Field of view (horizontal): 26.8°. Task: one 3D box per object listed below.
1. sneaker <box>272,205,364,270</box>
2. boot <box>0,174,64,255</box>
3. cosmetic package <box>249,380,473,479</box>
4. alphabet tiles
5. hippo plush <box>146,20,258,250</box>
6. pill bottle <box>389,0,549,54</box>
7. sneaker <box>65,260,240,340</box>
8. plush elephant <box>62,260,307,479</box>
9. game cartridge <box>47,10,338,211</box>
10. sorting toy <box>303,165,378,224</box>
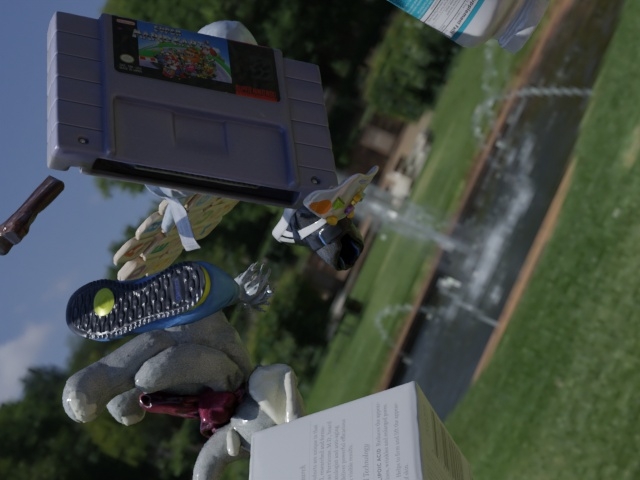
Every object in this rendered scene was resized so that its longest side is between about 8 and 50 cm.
[{"bbox_3d":[0.000,0.000,1.903,0.079,0.121,0.217,-41,-7,-11],"label":"sneaker"},{"bbox_3d":[-0.398,-0.036,1.796,0.106,0.037,0.114,-14,37,44],"label":"boot"},{"bbox_3d":[0.043,0.260,1.311,0.184,0.151,0.151,-21,38,17],"label":"cosmetic package"},{"bbox_3d":[-0.195,-0.037,2.070,0.284,0.021,0.278,-45,-11,24],"label":"alphabet tiles"},{"bbox_3d":[-0.143,-0.163,1.812,0.236,0.294,0.234,-32,26,-13],"label":"hippo plush"},{"bbox_3d":[0.178,-0.360,1.828,0.146,0.264,0.146,-59,5,9],"label":"pill bottle"},{"bbox_3d":[-0.183,0.072,1.464,0.082,0.209,0.069,18,-118,-56],"label":"sneaker"},{"bbox_3d":[-0.138,0.224,1.839,0.330,0.255,0.272,-36,-11,-6],"label":"plush elephant"},{"bbox_3d":[-0.156,-0.161,1.642,0.068,0.355,0.230,128,143,-49],"label":"game cartridge"},{"bbox_3d":[0.034,-0.060,1.574,0.075,0.045,0.083,-45,-11,34],"label":"sorting toy"}]
